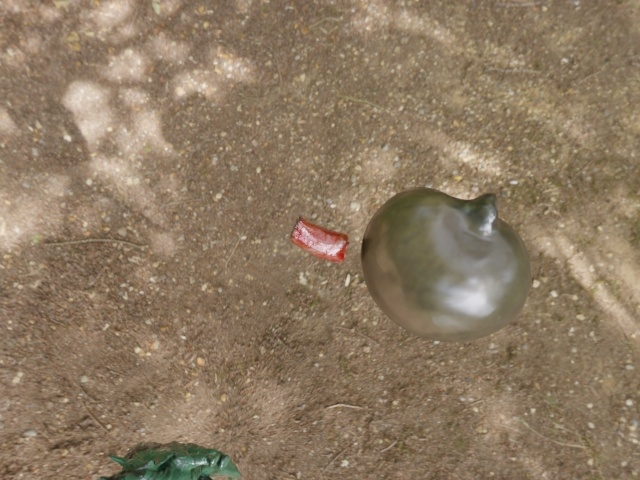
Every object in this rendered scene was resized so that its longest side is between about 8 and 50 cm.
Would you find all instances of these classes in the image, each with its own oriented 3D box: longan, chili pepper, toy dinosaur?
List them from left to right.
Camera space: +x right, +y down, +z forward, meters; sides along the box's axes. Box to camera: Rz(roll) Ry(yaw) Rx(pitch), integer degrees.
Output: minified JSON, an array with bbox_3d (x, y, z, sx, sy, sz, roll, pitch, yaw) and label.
[{"bbox_3d":[-0.167,0.315,0.580,0.119,0.292,0.080,2,67,34],"label":"toy dinosaur"},{"bbox_3d":[0.000,0.000,0.869,0.123,0.073,0.071,24,55,-6],"label":"chili pepper"},{"bbox_3d":[0.213,0.041,0.757,0.299,0.300,0.243,25,41,0],"label":"longan"}]
